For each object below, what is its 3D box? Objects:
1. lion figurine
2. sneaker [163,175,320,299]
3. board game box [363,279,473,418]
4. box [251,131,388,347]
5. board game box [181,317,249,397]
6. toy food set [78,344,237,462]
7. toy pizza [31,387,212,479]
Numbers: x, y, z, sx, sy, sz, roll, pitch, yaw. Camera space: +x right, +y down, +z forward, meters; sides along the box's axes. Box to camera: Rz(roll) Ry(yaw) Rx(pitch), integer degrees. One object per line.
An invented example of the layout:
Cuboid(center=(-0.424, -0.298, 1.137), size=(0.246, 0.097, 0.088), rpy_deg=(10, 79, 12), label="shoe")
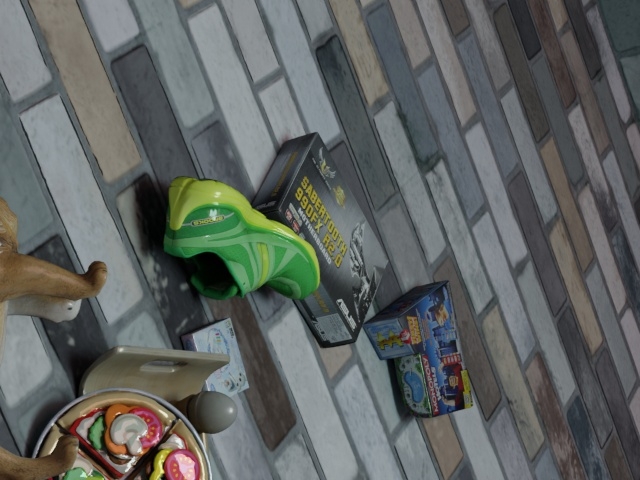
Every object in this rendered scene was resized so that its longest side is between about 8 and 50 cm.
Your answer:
Cuboid(center=(-0.338, 0.108, 1.543), size=(0.240, 0.142, 0.392), rpy_deg=(13, 70, -23), label="lion figurine")
Cuboid(center=(-0.106, 0.019, 2.065), size=(0.295, 0.109, 0.123), rpy_deg=(35, 72, -53), label="sneaker")
Cuboid(center=(0.139, 0.160, 2.456), size=(0.194, 0.060, 0.194), rpy_deg=(-2, 80, -60), label="board game box")
Cuboid(center=(0.000, 0.000, 2.282), size=(0.231, 0.056, 0.183), rpy_deg=(61, 33, -27), label="box")
Cuboid(center=(-0.125, 0.146, 2.033), size=(0.090, 0.020, 0.090), rpy_deg=(-21, 97, -62), label="board game box")
Cuboid(center=(-0.150, 0.272, 1.858), size=(0.220, 0.092, 0.306), rpy_deg=(11, 68, -59), label="toy food set")
Cuboid(center=(-0.200, 0.249, 1.741), size=(0.201, 0.032, 0.201), rpy_deg=(7, 75, -26), label="toy pizza")
